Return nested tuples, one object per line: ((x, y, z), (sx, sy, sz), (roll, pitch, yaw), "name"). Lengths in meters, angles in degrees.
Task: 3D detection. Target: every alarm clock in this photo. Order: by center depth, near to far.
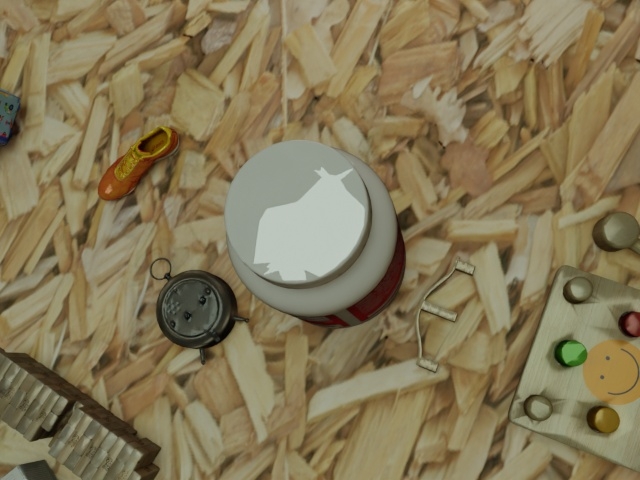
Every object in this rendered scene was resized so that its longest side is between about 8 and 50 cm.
((-0.221, 0.101, 1.291), (0.129, 0.064, 0.192), (-45, 74, -1), "alarm clock")

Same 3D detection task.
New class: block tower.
((-0.417, 0.299, 1.270), (0.335, 0.097, 0.091), (31, 86, 11), "block tower")

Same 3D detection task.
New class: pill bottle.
((0.000, 0.000, 1.094), (0.228, 0.408, 0.229), (-1, 80, 8), "pill bottle")

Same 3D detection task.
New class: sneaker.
((-0.325, -0.139, 1.346), (0.175, 0.067, 0.064), (-44, 78, 1), "sneaker")

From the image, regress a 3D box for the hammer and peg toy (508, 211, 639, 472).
((0.459, 0.144, 1.140), (0.265, 0.127, 0.362), (21, 84, 12), "hammer and peg toy")

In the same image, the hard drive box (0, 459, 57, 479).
((-0.472, 0.504, 1.242), (0.181, 0.089, 0.232), (-38, 76, 1), "hard drive box")

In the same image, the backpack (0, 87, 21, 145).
((-0.626, -0.196, 1.357), (0.116, 0.158, 0.173), (17, 86, 18), "backpack")

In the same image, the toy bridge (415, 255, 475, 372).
((0.188, 0.112, 1.241), (0.063, 0.026, 0.188), (20, 83, 13), "toy bridge")
